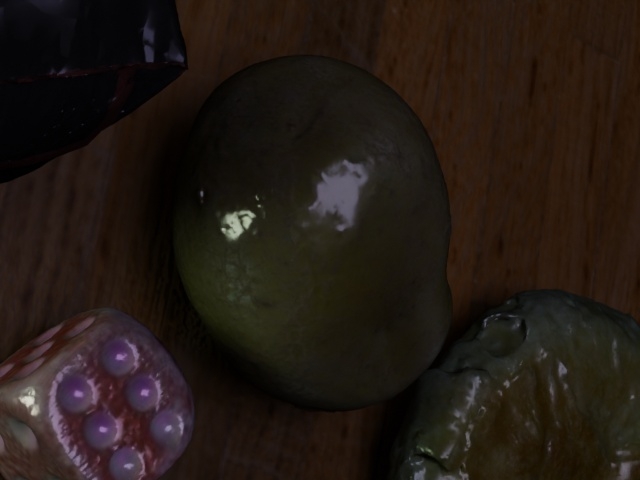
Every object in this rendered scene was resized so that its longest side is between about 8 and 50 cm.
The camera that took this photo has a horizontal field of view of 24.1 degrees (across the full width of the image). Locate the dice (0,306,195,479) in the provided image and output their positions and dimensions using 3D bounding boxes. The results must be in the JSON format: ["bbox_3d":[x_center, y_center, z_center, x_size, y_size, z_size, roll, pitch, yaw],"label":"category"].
[{"bbox_3d":[-0.134,0.099,0.854,0.094,0.091,0.093,-43,107,-34],"label":"dice"}]

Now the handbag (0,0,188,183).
[{"bbox_3d":[-0.188,-0.104,0.777,0.169,0.215,0.155,-5,85,-42],"label":"handbag"}]

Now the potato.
[{"bbox_3d":[0.000,0.000,0.941,0.178,0.160,0.235,-23,114,-1],"label":"potato"}]

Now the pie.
[{"bbox_3d":[0.173,0.176,1.091,0.306,0.071,0.306,5,82,-37],"label":"pie"}]
